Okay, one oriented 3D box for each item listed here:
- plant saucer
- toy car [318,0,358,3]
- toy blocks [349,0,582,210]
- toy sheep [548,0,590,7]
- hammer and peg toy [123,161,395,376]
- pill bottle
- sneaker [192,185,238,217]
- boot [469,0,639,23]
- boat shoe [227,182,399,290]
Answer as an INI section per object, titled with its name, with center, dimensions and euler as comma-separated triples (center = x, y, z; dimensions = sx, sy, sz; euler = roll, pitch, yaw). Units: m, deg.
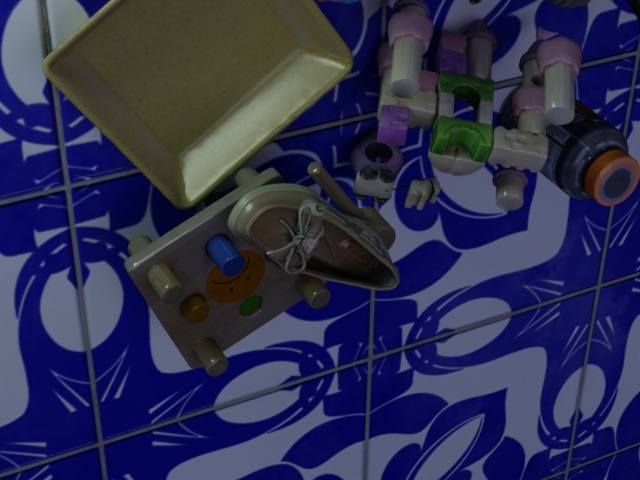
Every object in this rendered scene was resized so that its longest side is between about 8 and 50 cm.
[plant saucer]
center = -0.165, -0.253, 1.683
dimensions = 0.333, 0.081, 0.333
euler = -41, 132, 1
[toy car]
center = 0.045, -0.404, 1.659
dimensions = 0.210, 0.219, 0.238
euler = -35, 161, -6
[toy blocks]
center = 0.213, -0.230, 1.861
dimensions = 0.289, 0.260, 0.309
euler = 9, 146, -4
[toy sheep]
center = 0.383, -0.401, 1.903
dimensions = 0.132, 0.091, 0.091
euler = 8, 119, -14
[hammer and peg toy]
center = -0.086, 0.011, 1.793
dimensions = 0.361, 0.127, 0.266
euler = -34, 137, -7
[pill bottle]
center = 0.402, -0.151, 1.979
dimensions = 0.130, 0.245, 0.130
euler = -16, 129, -21
[sneaker]
center = -0.113, -0.048, 1.872
dimensions = 0.166, 0.065, 0.076
euler = -2, 118, -31
[boot]
center = 0.340, -0.394, 1.733
dimensions = 0.284, 0.138, 0.377
euler = -18, 103, 10
[boat shoe]
center = 0.000, 0.000, 1.682
dimensions = 0.285, 0.089, 0.104
euler = 16, 115, -42
